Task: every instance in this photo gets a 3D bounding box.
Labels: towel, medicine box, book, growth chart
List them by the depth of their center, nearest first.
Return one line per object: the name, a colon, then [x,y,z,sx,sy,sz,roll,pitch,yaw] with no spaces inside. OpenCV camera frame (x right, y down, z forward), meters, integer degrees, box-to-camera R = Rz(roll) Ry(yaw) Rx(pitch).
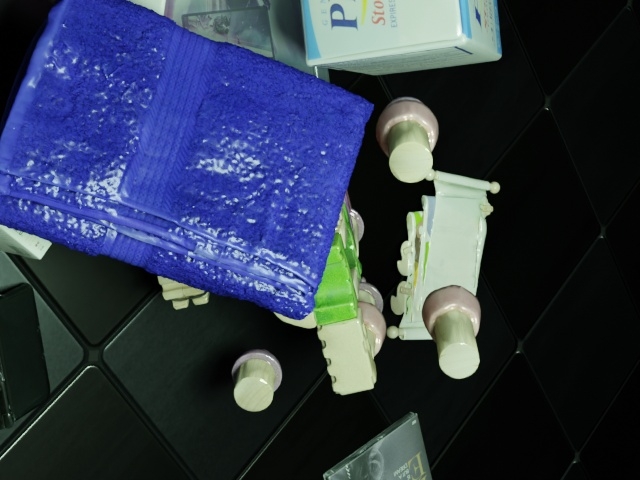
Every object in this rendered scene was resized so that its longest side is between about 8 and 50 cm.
towel: [-0.116,-0.079,0.968,0.308,0.076,0.228,20,75,-15]
book: [-0.315,-0.036,0.978,0.144,0.096,0.035,46,66,-36]
medicine box: [0.076,-0.300,1.064,0.289,0.149,0.264,-25,109,-74]
growth chart: [0.161,0.021,1.469,0.172,0.021,0.237,15,86,-42]

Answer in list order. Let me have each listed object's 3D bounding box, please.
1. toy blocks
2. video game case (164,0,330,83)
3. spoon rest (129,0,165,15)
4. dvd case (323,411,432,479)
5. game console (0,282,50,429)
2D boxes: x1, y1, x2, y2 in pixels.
toy blocks: [0.000,0.000,1.225,0.260,0.309,0.289,-84,160,-68]
video game case: [-0.087,-0.238,1.091,0.026,0.196,0.274,-28,114,-50]
spoon rest: [-0.185,-0.192,1.066,0.084,0.137,0.276,18,93,-25]
dvd case: [0.090,0.358,1.454,0.164,0.018,0.221,-29,115,-36]
game console: [-0.318,0.113,1.054,0.107,0.071,0.122,-9,103,-10]
